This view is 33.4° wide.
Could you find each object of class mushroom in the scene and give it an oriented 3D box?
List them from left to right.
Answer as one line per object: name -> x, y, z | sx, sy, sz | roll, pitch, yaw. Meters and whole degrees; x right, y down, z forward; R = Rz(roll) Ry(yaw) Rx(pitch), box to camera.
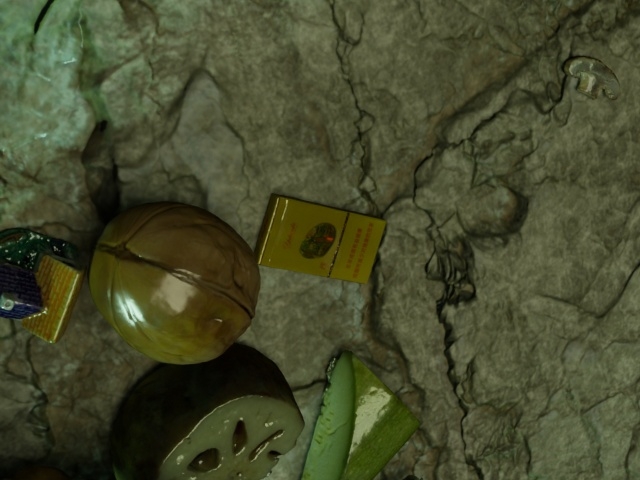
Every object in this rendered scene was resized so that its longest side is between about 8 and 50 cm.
mushroom -> 0.357, -0.212, 1.391 | 0.101, 0.019, 0.049 | 20, 98, -30

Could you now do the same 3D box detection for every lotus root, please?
lotus root -> -0.136, 0.218, 1.230 | 0.235, 0.119, 0.138 | -34, 125, -11

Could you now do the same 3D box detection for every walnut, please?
walnut -> -0.151, 0.046, 1.134 | 0.167, 0.167, 0.207 | -52, 143, -2

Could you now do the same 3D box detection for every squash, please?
squash -> 0.007, 0.286, 1.342 | 0.252, 0.093, 0.169 | -46, 123, -6

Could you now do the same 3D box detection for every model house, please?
model house -> -0.297, 0.045, 1.097 | 0.101, 0.100, 0.087 | 18, 99, -30

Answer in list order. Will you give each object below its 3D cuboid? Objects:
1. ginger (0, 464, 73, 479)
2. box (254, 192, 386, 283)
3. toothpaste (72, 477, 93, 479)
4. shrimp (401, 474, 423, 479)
ginger -> -0.406, 0.321, 1.105 | 0.321, 0.165, 0.172 | 8, 97, -46
box -> 0.000, 0.000, 1.281 | 0.155, 0.023, 0.087 | 12, 104, -30
toothpaste -> -0.307, 0.368, 1.245 | 0.057, 0.035, 0.197 | 24, 93, -37
shrimp -> 0.040, 0.446, 1.435 | 0.317, 0.077, 0.168 | -44, 131, -2
